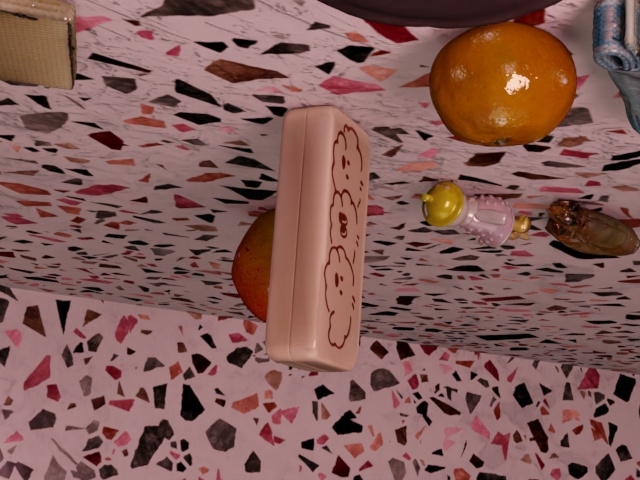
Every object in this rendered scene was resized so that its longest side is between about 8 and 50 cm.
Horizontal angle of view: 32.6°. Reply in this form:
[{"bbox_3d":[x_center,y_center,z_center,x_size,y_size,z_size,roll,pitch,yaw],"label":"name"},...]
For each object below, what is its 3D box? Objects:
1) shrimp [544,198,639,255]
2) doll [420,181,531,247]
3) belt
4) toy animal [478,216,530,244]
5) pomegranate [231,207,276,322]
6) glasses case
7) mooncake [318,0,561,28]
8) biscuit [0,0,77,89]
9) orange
[{"bbox_3d":[0.437,-0.020,1.834,0.145,0.061,0.267,6,173,37],"label":"shrimp"},{"bbox_3d":[0.241,-0.042,1.747,0.207,0.081,0.129,16,175,-31],"label":"doll"},{"bbox_3d":[0.353,-0.179,1.157,0.087,0.072,0.302,2,169,26],"label":"belt"},{"bbox_3d":[0.310,-0.014,1.871,0.083,0.081,0.060,34,151,-25],"label":"toy animal"},{"bbox_3d":[-0.043,0.036,1.919,0.221,0.220,0.256,9,140,-21],"label":"pomegranate"},{"bbox_3d":[0.000,0.000,1.441,0.076,0.336,0.144,-2,166,24],"label":"glasses case"},{"bbox_3d":[0.083,-0.244,0.821,0.245,0.133,0.245,4,167,1],"label":"mooncake"},{"bbox_3d":[-0.336,-0.227,1.236,0.121,0.040,0.199,9,165,-10],"label":"biscuit"},{"bbox_3d":[0.194,-0.161,1.162,0.156,0.124,0.156,7,165,2],"label":"orange"}]
